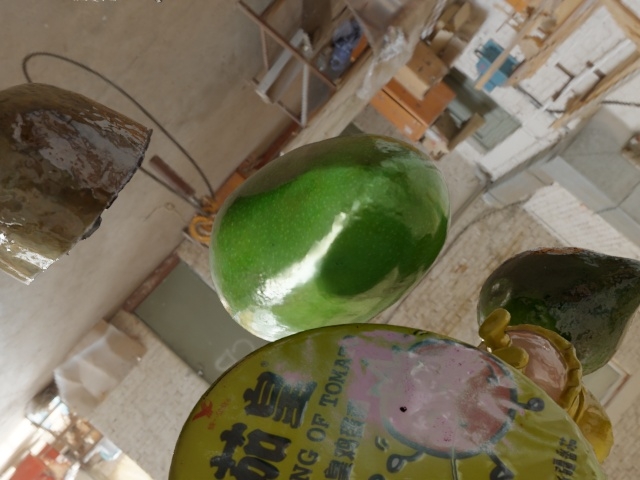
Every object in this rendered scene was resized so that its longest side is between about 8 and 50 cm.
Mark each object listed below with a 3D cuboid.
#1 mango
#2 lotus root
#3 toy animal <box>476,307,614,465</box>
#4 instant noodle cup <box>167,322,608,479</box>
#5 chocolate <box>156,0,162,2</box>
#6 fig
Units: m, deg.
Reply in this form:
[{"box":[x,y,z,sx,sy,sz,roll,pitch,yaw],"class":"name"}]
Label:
[{"box":[0.000,0.000,0.675,0.382,0.225,0.201,-44,-157,61],"class":"mango"},{"box":[-0.354,-0.083,0.754,0.272,0.192,0.272,-40,-149,31],"class":"lotus root"},{"box":[0.230,0.177,0.673,0.156,0.230,0.156,-23,-149,14],"class":"toy animal"},{"box":[0.047,0.266,0.526,0.325,0.325,0.254,-46,144,-51],"class":"instant noodle cup"},{"box":[-0.192,-0.128,0.135,0.185,0.303,0.101,-111,-157,-83],"class":"chocolate"},{"box":[0.337,0.079,0.834,0.245,0.195,0.195,-44,-179,37],"class":"fig"}]
